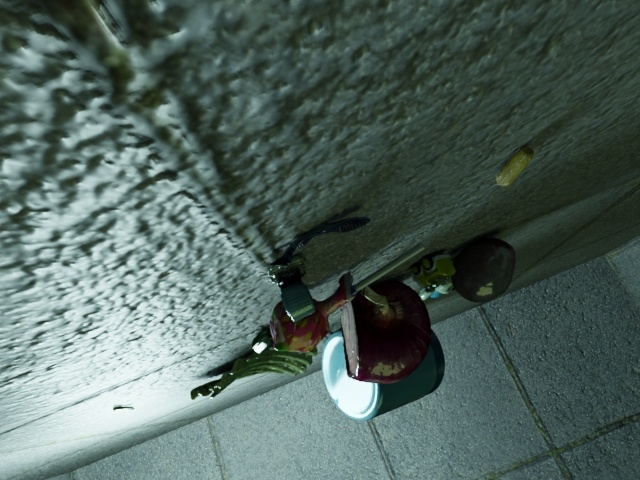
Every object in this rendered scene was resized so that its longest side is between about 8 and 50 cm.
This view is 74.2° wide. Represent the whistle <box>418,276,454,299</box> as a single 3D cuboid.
[{"bbox_3d":[0.342,0.130,1.238,0.114,0.077,0.235,-42,168,-19],"label":"whistle"}]

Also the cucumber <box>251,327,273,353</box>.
[{"bbox_3d":[-0.139,0.251,1.086,0.048,0.048,0.105,-8,154,-33],"label":"cucumber"}]

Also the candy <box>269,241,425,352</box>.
[{"bbox_3d":[0.052,0.109,0.855,0.366,0.124,0.124,-36,157,15],"label":"candy"}]

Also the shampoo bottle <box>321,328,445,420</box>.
[{"bbox_3d":[0.229,0.465,1.596,0.343,0.330,0.331,-4,153,-38],"label":"shampoo bottle"}]

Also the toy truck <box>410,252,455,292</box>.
[{"bbox_3d":[0.276,0.082,1.040,0.076,0.076,0.111,-8,156,-34],"label":"toy truck"}]

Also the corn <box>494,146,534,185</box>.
[{"bbox_3d":[0.294,-0.111,0.645,0.027,0.028,0.083,-31,161,-25],"label":"corn"}]

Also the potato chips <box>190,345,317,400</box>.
[{"bbox_3d":[-0.211,0.434,1.401,0.390,0.097,0.373,-3,154,-39],"label":"potato chips"}]

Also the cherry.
[{"bbox_3d":[0.411,0.073,1.074,0.176,0.140,0.175,-21,128,-29],"label":"cherry"}]

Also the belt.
[{"bbox_3d":[-0.050,0.088,0.749,0.065,0.099,0.179,-20,175,-10],"label":"belt"}]

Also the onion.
[{"bbox_3d":[0.172,0.235,1.093,0.231,0.255,0.272,0,177,-14],"label":"onion"}]

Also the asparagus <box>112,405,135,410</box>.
[{"bbox_3d":[-0.618,0.530,1.334,0.014,0.015,0.114,-24,159,-2],"label":"asparagus"}]

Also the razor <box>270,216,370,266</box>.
[{"bbox_3d":[-0.002,-0.004,0.605,0.155,0.028,0.044,-27,167,15],"label":"razor"}]
